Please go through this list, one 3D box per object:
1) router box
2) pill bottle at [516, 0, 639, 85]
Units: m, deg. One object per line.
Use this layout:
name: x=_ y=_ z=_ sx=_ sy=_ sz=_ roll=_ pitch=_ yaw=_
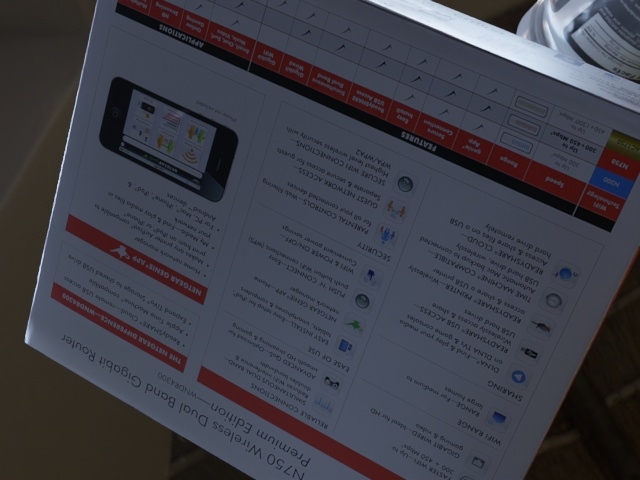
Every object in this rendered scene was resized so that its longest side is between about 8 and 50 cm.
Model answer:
router box: x=0.000 y=0.000 z=0.570 sx=0.336 sy=0.301 sz=0.082 roll=27 pitch=-155 yaw=16
pill bottle: x=0.323 y=-0.249 z=0.932 sx=0.162 sy=0.278 sz=0.162 roll=8 pitch=-111 yaw=-20
